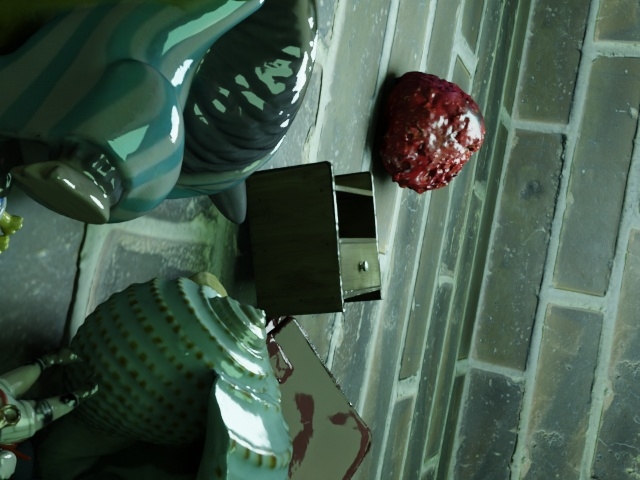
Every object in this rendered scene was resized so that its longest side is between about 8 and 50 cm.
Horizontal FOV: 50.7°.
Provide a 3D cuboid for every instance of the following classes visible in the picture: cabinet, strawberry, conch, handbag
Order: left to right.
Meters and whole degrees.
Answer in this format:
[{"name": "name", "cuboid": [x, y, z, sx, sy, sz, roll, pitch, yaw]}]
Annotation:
[{"name": "conch", "cuboid": [-0.147, 0.208, 0.689, 0.215, 0.303, 0.319, 5, 127, -46]}, {"name": "handbag", "cuboid": [-0.066, 0.286, 0.986, 0.260, 0.084, 0.275, -47, 114, -33]}, {"name": "cabinet", "cuboid": [0.000, 0.000, 1.037, 0.175, 0.148, 0.215, -1, 86, -65]}, {"name": "strawberry", "cuboid": [0.245, -0.230, 1.457, 0.274, 0.220, 0.274, -21, 114, -60]}]

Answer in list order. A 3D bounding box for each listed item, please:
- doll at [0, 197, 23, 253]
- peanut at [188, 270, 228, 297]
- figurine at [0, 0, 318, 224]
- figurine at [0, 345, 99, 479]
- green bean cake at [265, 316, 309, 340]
[{"name": "doll", "cuboid": [-0.302, -0.044, 0.542, 0.099, 0.058, 0.143, -66, 146, -30]}, {"name": "peanut", "cuboid": [-0.167, 0.144, 0.857, 0.098, 0.090, 0.214, 19, 82, -53]}, {"name": "figurine", "cuboid": [-0.121, -0.101, 0.650, 0.377, 0.266, 0.361, 64, 40, -53]}, {"name": "figurine", "cuboid": [-0.299, 0.178, 0.497, 0.265, 0.175, 0.197, 13, 91, -58]}, {"name": "green bean cake", "cuboid": [-0.078, 0.185, 1.103, 0.135, 0.056, 0.135, 52, 53, -54]}]
